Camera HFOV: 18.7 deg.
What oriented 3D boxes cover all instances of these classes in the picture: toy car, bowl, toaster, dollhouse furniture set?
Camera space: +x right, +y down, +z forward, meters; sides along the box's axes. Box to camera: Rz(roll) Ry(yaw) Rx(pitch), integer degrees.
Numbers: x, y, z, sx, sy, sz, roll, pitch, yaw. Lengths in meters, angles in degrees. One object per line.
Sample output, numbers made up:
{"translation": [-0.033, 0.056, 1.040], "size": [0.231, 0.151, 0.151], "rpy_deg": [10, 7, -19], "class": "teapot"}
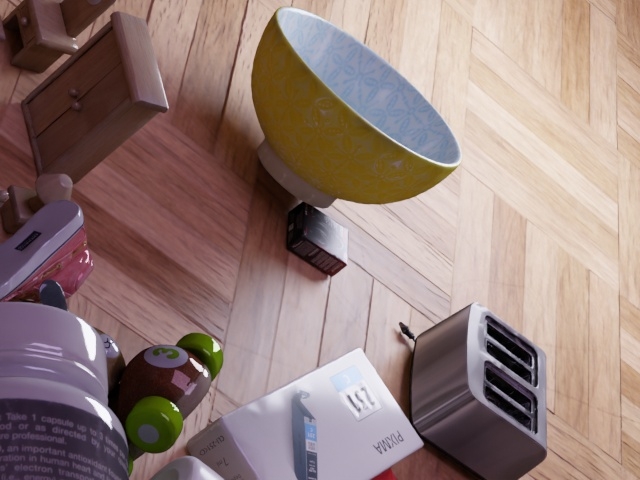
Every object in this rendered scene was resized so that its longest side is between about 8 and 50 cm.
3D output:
{"translation": [-0.213, 0.120, 1.883], "size": [0.188, 0.149, 0.155], "rpy_deg": [45, 30, -8], "class": "toy car"}
{"translation": [0.014, -0.133, 2.355], "size": [0.289, 0.156, 0.289], "rpy_deg": [35, 20, -15], "class": "bowl"}
{"translation": [0.190, 0.183, 2.355], "size": [0.186, 0.110, 0.168], "rpy_deg": [36, 36, -25], "class": "toaster"}
{"translation": [-0.351, -0.187, 1.961], "size": [0.355, 0.174, 0.303], "rpy_deg": [14, 50, -45], "class": "dollhouse furniture set"}

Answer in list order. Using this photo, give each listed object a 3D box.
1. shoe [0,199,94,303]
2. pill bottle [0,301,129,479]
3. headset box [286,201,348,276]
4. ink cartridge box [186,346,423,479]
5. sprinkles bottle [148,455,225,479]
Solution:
{"translation": [-0.294, 0.041, 1.925], "size": [0.178, 0.063, 0.081], "rpy_deg": [-43, 137, -34], "class": "shoe"}
{"translation": [-0.262, 0.245, 1.654], "size": [0.204, 0.204, 0.361], "rpy_deg": [26, 43, -36], "class": "pill bottle"}
{"translation": [0.000, 0.000, 2.354], "size": [0.083, 0.032, 0.062], "rpy_deg": [33, 39, -27], "class": "headset box"}
{"translation": [0.020, 0.273, 2.104], "size": [0.261, 0.066, 0.296], "rpy_deg": [58, 33, 6], "class": "ink cartridge box"}
{"translation": [-0.036, 0.361, 1.905], "size": [0.355, 0.121, 0.121], "rpy_deg": [42, 35, -19], "class": "sprinkles bottle"}
